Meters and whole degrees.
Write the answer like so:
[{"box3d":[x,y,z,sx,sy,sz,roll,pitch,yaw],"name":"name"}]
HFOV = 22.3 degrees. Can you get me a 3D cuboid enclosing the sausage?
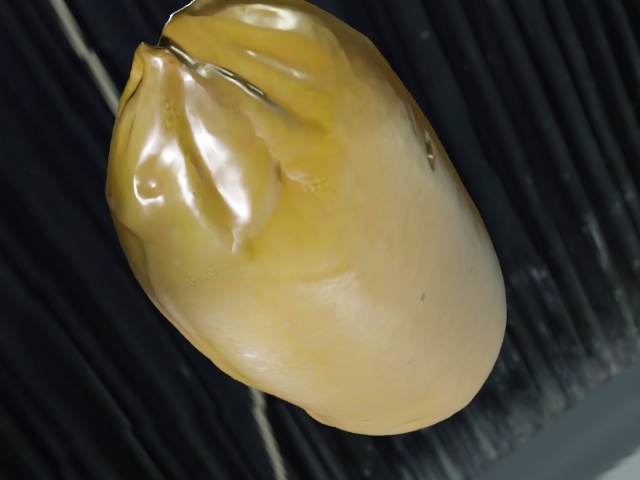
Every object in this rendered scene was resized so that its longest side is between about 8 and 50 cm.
[{"box3d":[0.004,0.003,0.680,0.116,0.354,0.134,37,88,20],"name":"sausage"}]
